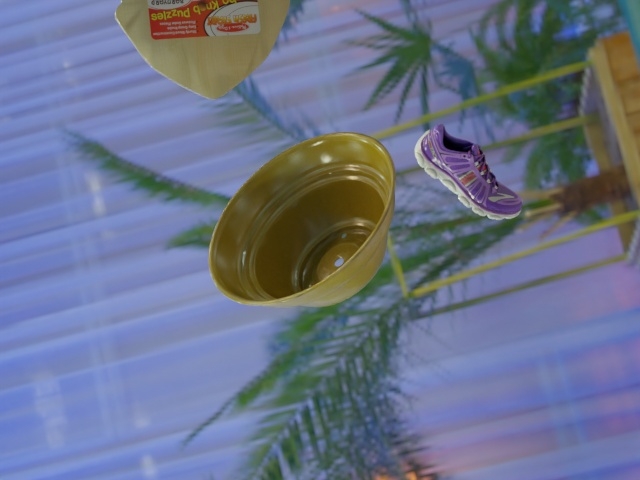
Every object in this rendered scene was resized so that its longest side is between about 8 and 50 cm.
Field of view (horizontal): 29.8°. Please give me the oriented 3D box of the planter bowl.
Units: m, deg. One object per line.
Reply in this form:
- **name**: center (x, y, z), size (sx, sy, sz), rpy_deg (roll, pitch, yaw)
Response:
- **planter bowl**: center (0.000, 0.000, 1.218), size (0.090, 0.217, 0.217), rpy_deg (50, -160, -39)

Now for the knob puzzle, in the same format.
- **knob puzzle**: center (-0.129, -0.250, 1.310), size (0.030, 0.213, 0.213), rpy_deg (-175, 69, -74)

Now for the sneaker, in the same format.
- **sneaker**: center (0.207, -0.092, 1.625), size (0.170, 0.071, 0.068), rpy_deg (36, -145, -4)
